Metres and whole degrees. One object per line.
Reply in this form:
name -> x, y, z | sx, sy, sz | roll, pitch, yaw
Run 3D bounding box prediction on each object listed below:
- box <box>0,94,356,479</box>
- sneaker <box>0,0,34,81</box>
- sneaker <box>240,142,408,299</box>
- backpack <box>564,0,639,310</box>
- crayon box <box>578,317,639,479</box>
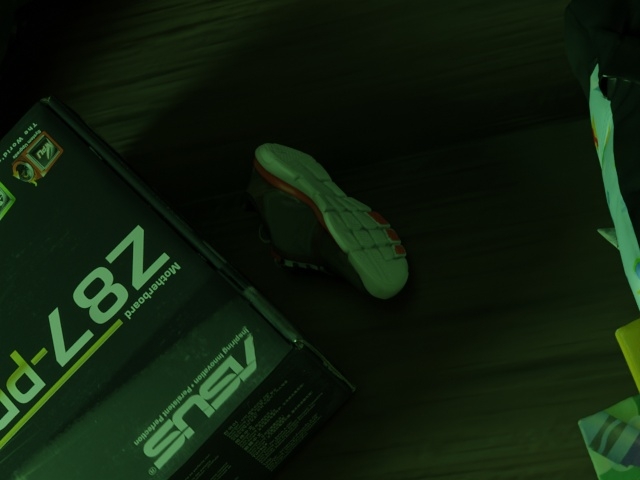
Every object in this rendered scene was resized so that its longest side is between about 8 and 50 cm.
box -> -0.217, 0.136, 1.332 | 0.395, 0.097, 0.318 | -46, 54, -2
sneaker -> -0.302, -0.125, 1.513 | 0.483, 0.185, 0.202 | -40, 73, 3
sneaker -> 0.000, 0.000, 1.325 | 0.158, 0.061, 0.065 | 48, 118, 40
backpack -> 0.277, -0.009, 0.941 | 0.290, 0.273, 0.355 | -19, 24, 14
crayon box -> 0.300, 0.097, 1.069 | 0.323, 0.083, 0.203 | -27, 52, 14
